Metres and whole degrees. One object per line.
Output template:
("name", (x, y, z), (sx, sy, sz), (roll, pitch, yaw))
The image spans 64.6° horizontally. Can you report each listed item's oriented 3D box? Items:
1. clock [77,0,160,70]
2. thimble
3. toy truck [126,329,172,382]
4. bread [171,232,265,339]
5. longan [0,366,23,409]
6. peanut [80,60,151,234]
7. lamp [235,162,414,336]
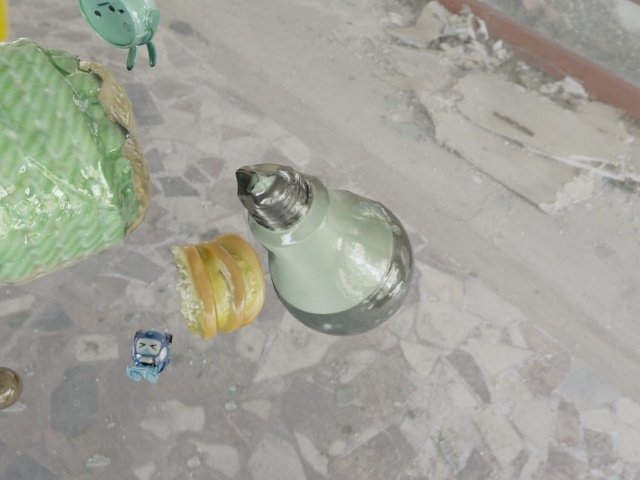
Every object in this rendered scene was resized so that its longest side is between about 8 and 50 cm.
("clock", (-0.242, -0.274, 0.606), (0.101, 0.135, 0.041), (5, 49, 31))
("thimble", (-0.279, -0.073, 0.478), (0.150, 0.219, 0.219), (-29, 63, -32))
("toy truck", (-0.257, 0.179, 0.750), (0.056, 0.073, 0.090), (7, 23, -4))
("bread", (-0.308, 0.142, 1.562), (0.270, 0.211, 0.315), (-9, 94, -16))
("longan", (-0.729, 0.339, 1.136), (0.092, 0.113, 0.113), (28, 45, 30))
("peanut", (-0.316, -0.133, 0.727), (0.120, 0.136, 0.298), (-24, 61, -3))
("lamp", (-0.010, -0.005, 0.591), (0.314, 0.182, 0.182), (43, 28, -43))
